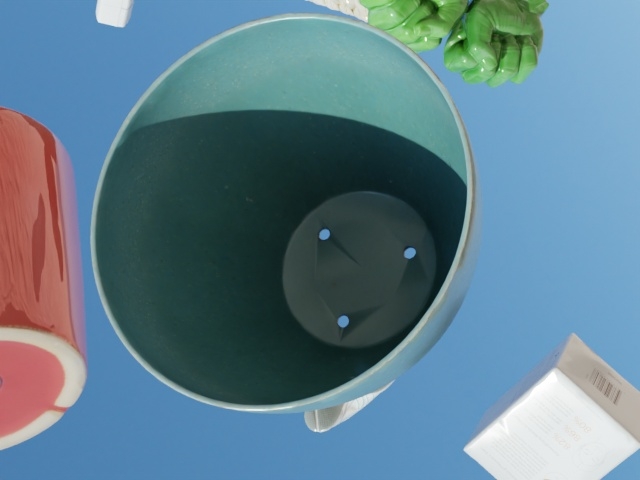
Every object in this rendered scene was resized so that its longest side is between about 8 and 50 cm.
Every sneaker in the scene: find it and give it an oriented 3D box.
[{"bbox_3d":[0.047,0.193,1.538,0.053,0.152,0.061,56,-164,17],"label":"sneaker"}]

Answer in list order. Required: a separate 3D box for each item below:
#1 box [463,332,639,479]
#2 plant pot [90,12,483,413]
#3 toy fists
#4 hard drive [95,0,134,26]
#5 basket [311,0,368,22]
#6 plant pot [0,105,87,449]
[{"bbox_3d":[0.274,0.216,1.362,0.130,0.170,0.091,43,-146,2],"label":"box"},{"bbox_3d":[0.000,0.000,0.909,0.195,0.290,0.290,37,-145,-63],"label":"plant pot"},{"bbox_3d":[0.182,-0.299,1.568,0.279,0.096,0.142,22,-89,-26],"label":"toy fists"},{"bbox_3d":[-0.203,-0.453,1.372,0.047,0.353,0.233,12,-125,-11],"label":"hard drive"},{"bbox_3d":[0.031,-0.546,1.659,0.328,0.266,0.331,-50,-34,-21],"label":"basket"},{"bbox_3d":[-0.336,0.047,1.084,0.275,0.275,0.243,19,-145,-44],"label":"plant pot"}]
